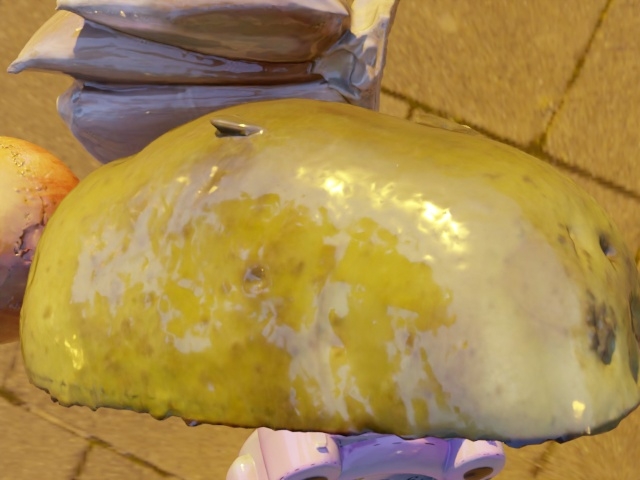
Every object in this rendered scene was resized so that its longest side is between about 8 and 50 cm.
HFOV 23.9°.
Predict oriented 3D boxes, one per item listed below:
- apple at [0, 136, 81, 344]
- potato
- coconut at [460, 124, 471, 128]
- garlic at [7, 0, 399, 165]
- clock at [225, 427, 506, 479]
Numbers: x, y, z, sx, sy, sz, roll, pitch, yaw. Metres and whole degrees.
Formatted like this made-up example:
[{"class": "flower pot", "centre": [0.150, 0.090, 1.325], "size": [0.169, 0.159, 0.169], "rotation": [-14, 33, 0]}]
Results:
[{"class": "apple", "centre": [-0.216, 0.000, 0.978], "size": [0.146, 0.146, 0.147], "rotation": [-2, 80, 11]}, {"class": "potato", "centre": [0.000, 0.000, 0.588], "size": [0.271, 0.160, 0.111], "rotation": [1, 104, 32]}, {"class": "coconut", "centre": [0.121, -0.033, 1.482], "size": [0.161, 0.161, 0.162], "rotation": [-2, 77, 11]}, {"class": "garlic", "centre": [-0.090, -0.143, 1.303], "size": [0.325, 0.279, 0.132], "rotation": [2, 48, 3]}, {"class": "clock", "centre": [0.025, 0.212, 1.382], "size": [0.227, 0.248, 0.090], "rotation": [1, 59, -24]}]
